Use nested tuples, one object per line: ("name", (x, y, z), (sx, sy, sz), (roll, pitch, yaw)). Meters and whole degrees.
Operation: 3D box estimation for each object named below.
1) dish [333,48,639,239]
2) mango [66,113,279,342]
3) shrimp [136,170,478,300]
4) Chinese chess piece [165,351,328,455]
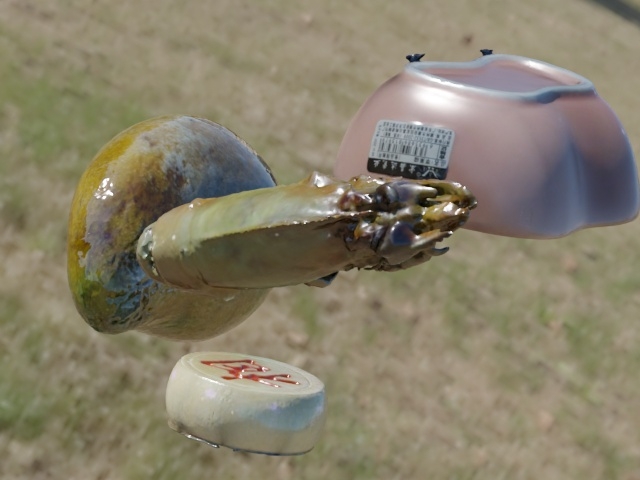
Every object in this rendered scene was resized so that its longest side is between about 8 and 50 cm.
("dish", (0.118, -0.077, 1.130), (0.213, 0.090, 0.213), (7, 19, -2))
("mango", (-0.126, -0.005, 1.360), (0.146, 0.193, 0.316), (-10, 8, 23))
("shrimp", (0.000, -0.001, 0.935), (0.145, 0.061, 0.267), (5, -13, -35))
("Chinese chess piece", (-0.055, 0.120, 1.221), (0.122, 0.051, 0.122), (12, 7, -1))
